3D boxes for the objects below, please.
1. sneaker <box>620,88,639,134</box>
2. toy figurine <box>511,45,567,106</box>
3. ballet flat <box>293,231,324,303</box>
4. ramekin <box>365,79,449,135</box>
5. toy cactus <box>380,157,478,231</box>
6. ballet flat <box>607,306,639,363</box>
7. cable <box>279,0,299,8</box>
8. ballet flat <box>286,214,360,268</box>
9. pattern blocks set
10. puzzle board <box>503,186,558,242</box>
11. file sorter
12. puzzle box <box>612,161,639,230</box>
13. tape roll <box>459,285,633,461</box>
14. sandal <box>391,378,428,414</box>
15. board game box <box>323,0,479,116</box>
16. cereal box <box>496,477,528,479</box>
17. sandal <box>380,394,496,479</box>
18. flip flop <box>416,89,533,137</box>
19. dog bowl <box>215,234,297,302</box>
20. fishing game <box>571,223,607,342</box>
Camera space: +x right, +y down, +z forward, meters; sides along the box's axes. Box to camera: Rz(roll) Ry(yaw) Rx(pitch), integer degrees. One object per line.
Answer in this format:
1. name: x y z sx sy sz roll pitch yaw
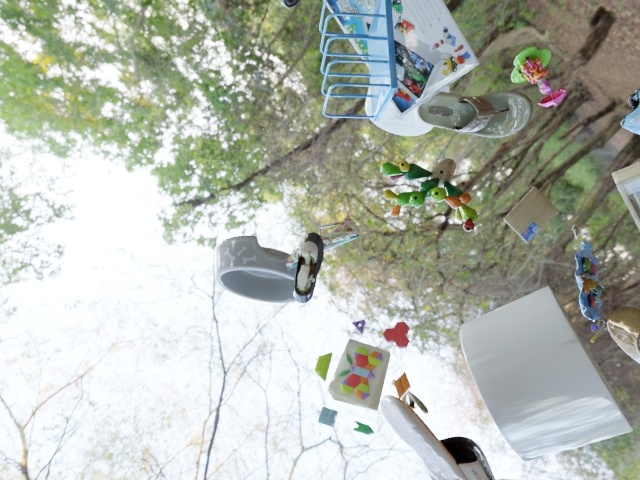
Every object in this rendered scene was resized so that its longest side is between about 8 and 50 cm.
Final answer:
1. sneaker: 0.541 -0.239 0.717 0.073 0.162 0.063 28 166 40
2. toy figurine: 0.671 -0.482 1.347 0.173 0.130 0.159 11 -130 -53
3. ballet flat: -0.033 0.064 1.174 0.074 0.074 0.203 22 -113 -29
4. ramekin: 0.286 -0.477 1.520 0.277 0.277 0.135 25 -105 -25
5. toy cactus: 0.233 -0.106 0.917 0.218 0.112 0.180 26 -134 22
6. ballet flat: 0.706 0.247 0.826 0.342 0.116 0.124 47 -163 29
7. cable: -0.016 -0.753 1.166 0.072 0.287 0.139 40 -174 28
8. ballet flat: 0.000 0.000 1.298 0.091 0.240 0.077 -1 -114 -87
9. pattern blocks set: 0.116 0.378 1.274 0.026 0.285 0.325 59 -145 -51
10. puzzle board: 0.584 -0.071 1.240 0.096 0.128 0.011 44 178 -4
11. file sorter: 0.056 -0.299 0.732 0.104 0.118 0.171 -1 -100 -7
12. puzzle box: 0.874 -0.111 0.911 0.272 0.408 0.052 50 -142 -18
13. tape roll: 0.372 0.222 0.760 0.246 0.169 0.246 45 -153 -31
14. sandal: 0.286 0.517 1.457 0.072 0.049 0.180 43 172 -32
15. board game box: 0.168 -0.444 0.937 0.305 0.192 0.053 52 -154 -16
16. cereal box: 0.288 0.479 0.811 0.240 0.173 0.048 -1 -114 -16
17. sandal: 0.187 0.299 0.623 0.076 0.102 0.265 -40 -77 -22
18. flip flop: 0.364 -0.310 1.087 0.276 0.112 0.080 15 -151 26
19. dog bowl: -0.179 0.107 1.452 0.348 0.348 0.102 23 -120 -28
20. fishing game: 0.623 0.091 1.018 0.189 0.041 0.264 -5 -93 -46
